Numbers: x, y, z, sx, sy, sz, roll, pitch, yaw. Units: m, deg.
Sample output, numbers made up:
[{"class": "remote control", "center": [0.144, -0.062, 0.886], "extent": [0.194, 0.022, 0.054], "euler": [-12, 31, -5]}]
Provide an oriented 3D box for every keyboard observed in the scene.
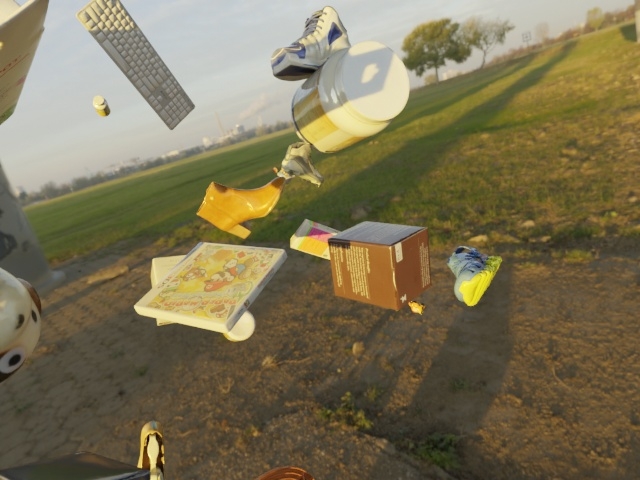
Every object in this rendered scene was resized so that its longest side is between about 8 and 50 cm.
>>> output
[{"class": "keyboard", "center": [-0.313, -0.306, 0.780], "extent": [0.014, 0.256, 0.072], "euler": [25, 72, 30]}]

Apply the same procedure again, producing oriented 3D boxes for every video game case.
[{"class": "video game case", "center": [-0.207, 0.078, 0.844], "extent": [0.227, 0.026, 0.206], "euler": [4, 39, 29]}]

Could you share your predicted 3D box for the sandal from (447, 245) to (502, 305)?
[{"class": "sandal", "center": [0.425, 0.092, 1.275], "extent": [0.138, 0.126, 0.317], "euler": [31, 20, 20]}]

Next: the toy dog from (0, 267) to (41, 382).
[{"class": "toy dog", "center": [-0.629, 0.086, 0.635], "extent": [0.395, 0.408, 0.284], "euler": [-43, 26, 24]}]

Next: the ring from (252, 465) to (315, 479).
[{"class": "ring", "center": [-0.088, 0.558, 0.735], "extent": [0.032, 0.336, 0.337], "euler": [0, 22, 39]}]

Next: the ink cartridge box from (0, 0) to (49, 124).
[{"class": "ink cartridge box", "center": [-0.428, -0.169, 0.462], "extent": [0.354, 0.119, 0.207], "euler": [-10, 44, 49]}]

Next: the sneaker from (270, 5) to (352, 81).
[{"class": "sneaker", "center": [-0.023, -0.579, 1.292], "extent": [0.316, 0.182, 0.128], "euler": [-22, 12, -40]}]

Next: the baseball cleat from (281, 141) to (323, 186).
[{"class": "baseball cleat", "center": [-0.036, -0.225, 1.296], "extent": [0.072, 0.109, 0.206], "euler": [18, 3, 24]}]

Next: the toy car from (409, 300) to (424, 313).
[{"class": "toy car", "center": [0.327, 0.232, 1.516], "extent": [0.060, 0.040, 0.122], "euler": [15, 0, 17]}]

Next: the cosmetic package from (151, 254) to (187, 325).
[{"class": "cosmetic package", "center": [-0.464, 0.161, 1.443], "extent": [0.152, 0.183, 0.151], "euler": [-7, -23, -27]}]

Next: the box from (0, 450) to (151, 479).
[{"class": "box", "center": [-0.452, 0.556, 0.767], "extent": [0.297, 0.293, 0.183], "euler": [-14, -18, 40]}]

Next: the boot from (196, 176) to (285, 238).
[{"class": "boot", "center": [-0.281, -0.153, 1.541], "extent": [0.295, 0.211, 0.104], "euler": [-49, 27, 18]}]

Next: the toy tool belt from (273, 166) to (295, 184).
[{"class": "toy tool belt", "center": [-0.141, -0.265, 1.732], "extent": [0.051, 0.083, 0.052], "euler": [-41, -3, -9]}]

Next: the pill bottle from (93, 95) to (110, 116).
[{"class": "pill bottle", "center": [-0.722, -0.444, 1.451], "extent": [0.044, 0.043, 0.083], "euler": [-21, -4, -18]}]

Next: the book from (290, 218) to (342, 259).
[{"class": "book", "center": [0.000, 0.000, 1.258], "extent": [0.096, 0.144, 0.035], "euler": [-53, 27, 35]}]

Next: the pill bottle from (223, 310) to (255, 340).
[{"class": "pill bottle", "center": [-0.326, 0.337, 1.734], "extent": [0.117, 0.117, 0.215], "euler": [-22, -7, -20]}]

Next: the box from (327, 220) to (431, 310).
[{"class": "box", "center": [0.153, 0.057, 1.138], "extent": [0.203, 0.168, 0.167], "euler": [8, 23, 42]}]

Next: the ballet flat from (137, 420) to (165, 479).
[{"class": "ballet flat", "center": [-0.479, 0.636, 1.246], "extent": [0.080, 0.231, 0.073], "euler": [-2, -3, -25]}]

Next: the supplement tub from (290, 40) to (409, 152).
[{"class": "supplement tub", "center": [0.071, -0.377, 1.193], "extent": [0.229, 0.228, 0.316], "euler": [-23, 8, -23]}]
